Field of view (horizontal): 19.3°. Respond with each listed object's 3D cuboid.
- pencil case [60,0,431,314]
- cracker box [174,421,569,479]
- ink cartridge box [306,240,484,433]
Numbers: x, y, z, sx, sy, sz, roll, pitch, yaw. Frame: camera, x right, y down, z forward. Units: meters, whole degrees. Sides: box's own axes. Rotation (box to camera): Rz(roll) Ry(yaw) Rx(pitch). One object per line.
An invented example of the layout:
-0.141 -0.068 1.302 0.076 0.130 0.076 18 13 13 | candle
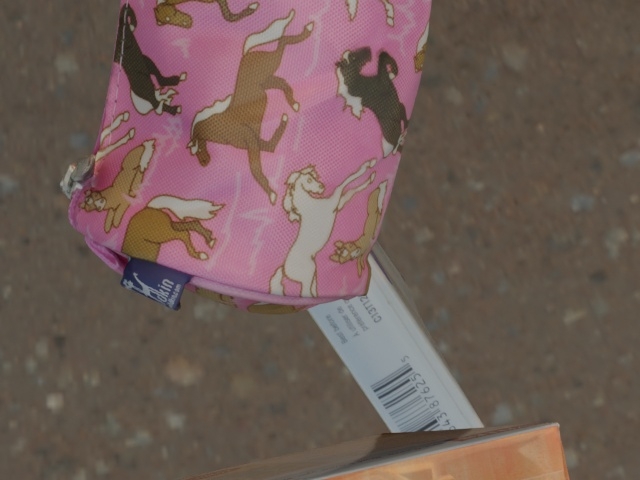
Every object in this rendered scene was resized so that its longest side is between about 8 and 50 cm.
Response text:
-0.026 -0.156 1.008 0.167 0.160 0.386 6 97 -42 | pencil case
0.010 0.141 0.952 0.155 0.232 0.067 -10 86 -19 | cracker box
0.000 0.000 1.424 0.072 0.307 0.304 -35 113 1 | ink cartridge box
